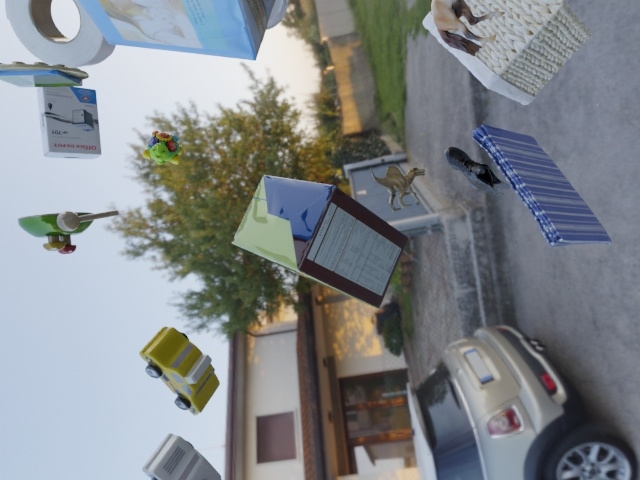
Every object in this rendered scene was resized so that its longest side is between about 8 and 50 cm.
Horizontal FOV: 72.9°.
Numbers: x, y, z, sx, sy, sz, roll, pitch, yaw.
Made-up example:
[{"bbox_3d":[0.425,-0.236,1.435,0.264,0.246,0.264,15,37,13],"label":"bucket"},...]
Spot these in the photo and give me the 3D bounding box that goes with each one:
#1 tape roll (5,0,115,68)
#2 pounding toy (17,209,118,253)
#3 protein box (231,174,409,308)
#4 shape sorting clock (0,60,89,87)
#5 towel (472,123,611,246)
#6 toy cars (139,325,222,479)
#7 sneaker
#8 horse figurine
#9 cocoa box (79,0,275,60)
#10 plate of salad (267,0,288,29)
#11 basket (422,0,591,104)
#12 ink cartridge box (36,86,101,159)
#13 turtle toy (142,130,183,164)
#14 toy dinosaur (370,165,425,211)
[{"bbox_3d":[-0.743,-0.653,1.256,0.100,0.286,0.286,-83,-19,-63],"label":"tape roll"},{"bbox_3d":[-0.701,-0.017,1.193,0.183,0.236,0.110,-11,-85,-66],"label":"pounding toy"},{"bbox_3d":[0.000,0.000,0.742,0.201,0.199,0.136,30,-98,-40],"label":"protein box"},{"bbox_3d":[-0.638,-0.379,0.977,0.206,0.206,0.040,-62,-31,-80],"label":"shape sorting clock"},{"bbox_3d":[0.503,-0.128,0.993,0.040,0.243,0.336,-51,50,44],"label":"towel"},{"bbox_3d":[-0.253,0.362,0.853,0.176,0.087,0.394,10,-113,-52],"label":"toy cars"},{"bbox_3d":[0.383,-0.175,1.071,0.170,0.051,0.089,48,177,1],"label":"sneaker"},{"bbox_3d":[0.286,-0.499,0.863,0.066,0.174,0.263,-47,-31,-36],"label":"horse figurine"},{"bbox_3d":[-0.184,-0.413,0.473,0.347,0.231,0.228,77,-157,-71],"label":"cocoa box"},{"bbox_3d":[-0.195,-0.808,1.436,0.048,0.200,0.200,38,154,42],"label":"plate of salad"},{"bbox_3d":[0.551,-0.625,1.283,0.331,0.266,0.328,-6,-124,-45],"label":"basket"},{"bbox_3d":[-0.716,-0.336,1.239,0.139,0.082,0.191,-7,-88,-42],"label":"ink cartridge box"},{"bbox_3d":[-0.407,-0.239,1.117,0.130,0.095,0.066,-99,23,-49],"label":"turtle toy"},{"bbox_3d":[0.150,-0.107,0.870,0.183,0.053,0.093,-13,-94,-45],"label":"toy dinosaur"}]
